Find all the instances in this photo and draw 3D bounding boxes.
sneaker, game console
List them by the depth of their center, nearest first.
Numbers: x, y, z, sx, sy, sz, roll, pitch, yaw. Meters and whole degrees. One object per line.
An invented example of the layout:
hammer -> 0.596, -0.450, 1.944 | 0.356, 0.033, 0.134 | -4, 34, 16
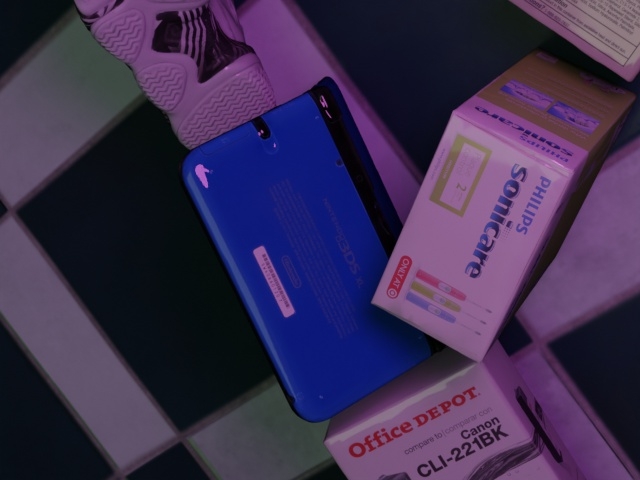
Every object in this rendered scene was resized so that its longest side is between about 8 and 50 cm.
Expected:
sneaker -> -0.169, -0.258, 1.249 | 0.137, 0.210, 0.366 | -28, 141, 1
game console -> 0.000, 0.000, 1.283 | 0.293, 0.250, 0.173 | 64, 160, -8

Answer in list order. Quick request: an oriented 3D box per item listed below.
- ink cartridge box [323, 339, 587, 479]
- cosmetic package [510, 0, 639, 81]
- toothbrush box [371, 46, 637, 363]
ink cartridge box -> 0.159, 0.254, 1.342 | 0.197, 0.114, 0.273 | -30, 100, 17
cosmetic package -> 0.313, -0.319, 1.125 | 0.160, 0.113, 0.309 | 37, 119, 8
toothbrush box -> 0.182, -0.045, 1.192 | 0.122, 0.283, 0.206 | 28, 119, 12
